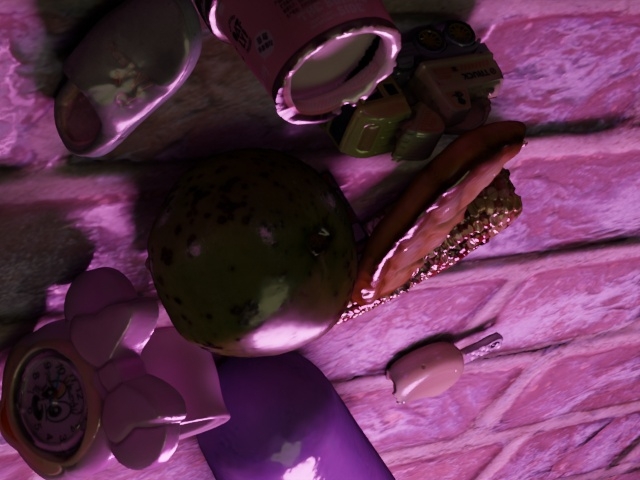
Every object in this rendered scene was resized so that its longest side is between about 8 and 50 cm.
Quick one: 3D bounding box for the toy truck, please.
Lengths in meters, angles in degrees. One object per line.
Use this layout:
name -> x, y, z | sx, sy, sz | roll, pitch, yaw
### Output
toy truck -> 0.092, -0.134, 1.857 | 0.191, 0.116, 0.085 | -15, 149, -31

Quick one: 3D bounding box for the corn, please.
corn -> 0.089, 0.005, 2.140 | 0.290, 0.098, 0.098 | -31, 155, 6

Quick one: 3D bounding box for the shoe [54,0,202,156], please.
shoe -> -0.175, -0.135, 1.609 | 0.078, 0.079, 0.195 | -23, 163, -48

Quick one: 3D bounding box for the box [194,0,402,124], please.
box -> -0.011, -0.186, 1.632 | 0.151, 0.135, 0.151 | -25, 156, -12

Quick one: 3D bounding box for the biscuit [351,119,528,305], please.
biscuit -> 0.098, -0.017, 1.911 | 0.154, 0.045, 0.299 | -32, 165, -41

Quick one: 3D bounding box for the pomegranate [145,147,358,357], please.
pomegranate -> -0.085, 0.016, 1.891 | 0.214, 0.214, 0.248 | -7, 179, -40

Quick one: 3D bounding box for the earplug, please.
earplug -> -0.033, 0.272, 2.386 | 0.215, 0.215, 0.456 | -28, 152, -4

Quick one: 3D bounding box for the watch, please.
watch -> -0.193, 0.143, 2.004 | 0.248, 0.210, 0.217 | -24, 167, 36

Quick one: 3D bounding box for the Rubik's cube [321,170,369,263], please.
Rubik's cube -> 0.000, 0.000, 2.033 | 0.092, 0.092, 0.092 | -31, 156, 1

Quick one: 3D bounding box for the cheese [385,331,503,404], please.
cheese -> 0.164, 0.168, 2.574 | 0.171, 0.047, 0.092 | -14, 151, -32
